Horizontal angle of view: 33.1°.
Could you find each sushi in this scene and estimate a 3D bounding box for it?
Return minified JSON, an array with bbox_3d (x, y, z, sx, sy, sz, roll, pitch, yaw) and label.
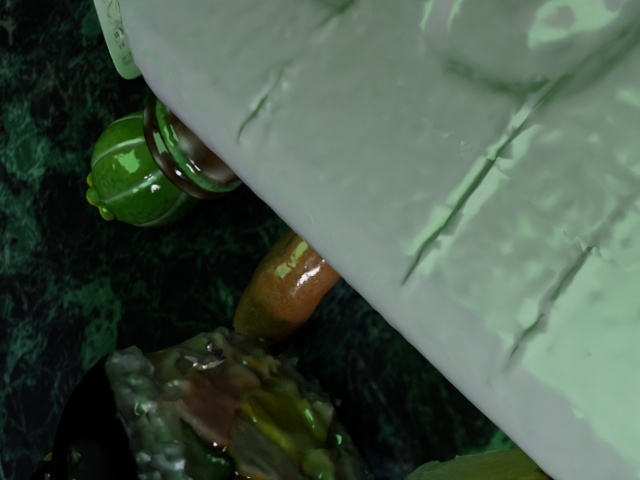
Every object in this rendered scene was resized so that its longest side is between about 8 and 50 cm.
[{"bbox_3d":[-0.084,0.190,0.658,0.219,0.225,0.238,-48,33,37],"label":"sushi"}]

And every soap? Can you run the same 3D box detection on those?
[{"bbox_3d":[0.131,-0.111,0.553,0.350,0.213,0.435,-48,58,8],"label":"soap"}]

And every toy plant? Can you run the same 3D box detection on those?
[{"bbox_3d":[-0.110,-0.065,0.811,0.162,0.093,0.093,-26,65,29],"label":"toy plant"}]

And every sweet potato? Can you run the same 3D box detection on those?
[{"bbox_3d":[0.000,0.000,0.742,0.056,0.056,0.195,39,98,36],"label":"sweet potato"}]

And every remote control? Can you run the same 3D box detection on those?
[{"bbox_3d":[-0.169,-0.248,0.929,0.073,0.044,0.229,-28,72,32],"label":"remote control"}]

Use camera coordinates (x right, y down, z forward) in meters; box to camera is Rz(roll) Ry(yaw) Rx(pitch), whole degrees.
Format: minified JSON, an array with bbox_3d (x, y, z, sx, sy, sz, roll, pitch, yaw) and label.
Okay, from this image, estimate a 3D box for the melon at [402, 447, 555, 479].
[{"bbox_3d":[0.107,0.190,0.589,0.093,0.202,0.139,-27,99,9],"label":"melon"}]
